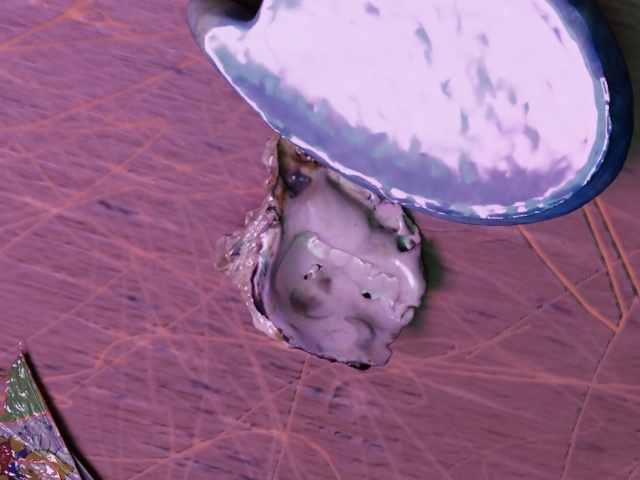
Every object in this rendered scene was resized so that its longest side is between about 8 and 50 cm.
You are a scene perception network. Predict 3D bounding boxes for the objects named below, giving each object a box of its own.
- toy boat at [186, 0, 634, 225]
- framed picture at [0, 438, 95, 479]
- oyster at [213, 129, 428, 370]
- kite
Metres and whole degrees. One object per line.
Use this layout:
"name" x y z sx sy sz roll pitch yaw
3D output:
"toy boat" 0.074 -0.140 1.317 0.330 0.123 0.215 28 107 7
"framed picture" -0.222 0.303 1.596 0.197 0.014 0.252 -30 107 19
"oyster" 0.000 0.000 1.404 0.163 0.081 0.191 -4 100 -16
"kite" -0.301 0.159 1.535 0.244 0.006 0.198 24 112 3
